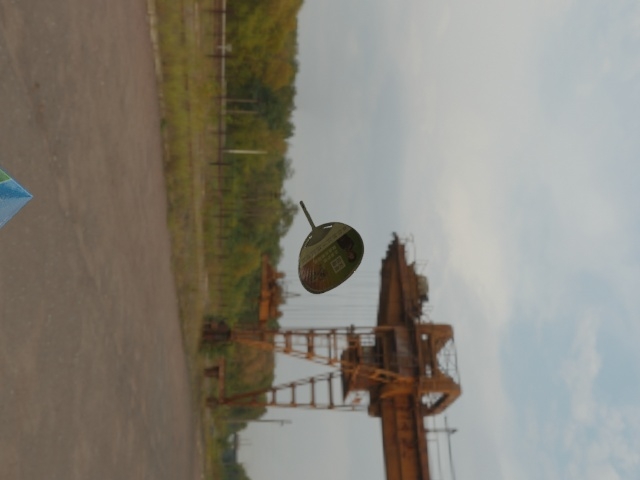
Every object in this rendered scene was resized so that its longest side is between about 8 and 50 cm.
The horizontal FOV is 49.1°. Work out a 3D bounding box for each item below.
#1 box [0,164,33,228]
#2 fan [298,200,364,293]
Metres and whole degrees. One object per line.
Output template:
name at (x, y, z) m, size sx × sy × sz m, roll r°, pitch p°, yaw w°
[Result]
box at (-0.347, -0.004, 0.575) m, size 0.194 × 0.073 × 0.139 m, roll -49°, pitch -178°, yaw -12°
fan at (0.008, 0.002, 0.544) m, size 0.003 × 0.060 × 0.080 m, roll 24°, pitch 61°, yaw -55°
